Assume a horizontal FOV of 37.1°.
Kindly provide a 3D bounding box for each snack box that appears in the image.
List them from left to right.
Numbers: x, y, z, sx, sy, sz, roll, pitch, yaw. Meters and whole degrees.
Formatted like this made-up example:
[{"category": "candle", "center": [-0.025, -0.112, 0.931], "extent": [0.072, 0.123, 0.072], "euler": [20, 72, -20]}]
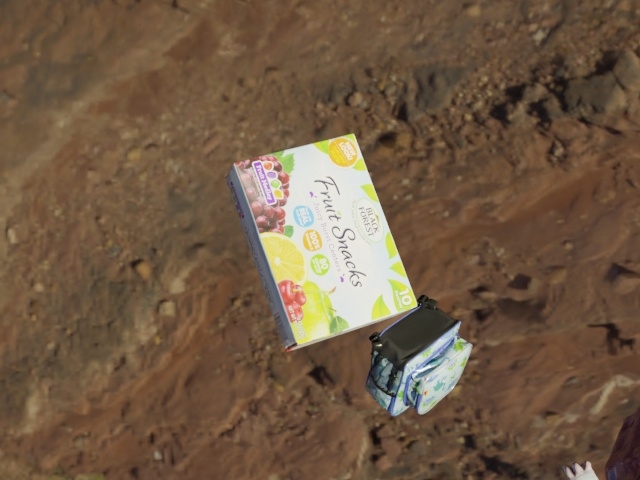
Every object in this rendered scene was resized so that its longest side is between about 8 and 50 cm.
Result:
[{"category": "snack box", "center": [0.000, 0.000, 0.708], "extent": [0.141, 0.100, 0.037], "euler": [70, 157, 10]}]

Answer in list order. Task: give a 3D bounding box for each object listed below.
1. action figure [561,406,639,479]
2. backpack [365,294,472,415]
[{"category": "action figure", "center": [0.403, 0.384, 1.233], "extent": [0.275, 0.248, 0.370], "euler": [38, 73, 10]}, {"category": "backpack", "center": [0.101, 0.134, 1.016], "extent": [0.084, 0.105, 0.114], "euler": [41, 144, 22]}]
